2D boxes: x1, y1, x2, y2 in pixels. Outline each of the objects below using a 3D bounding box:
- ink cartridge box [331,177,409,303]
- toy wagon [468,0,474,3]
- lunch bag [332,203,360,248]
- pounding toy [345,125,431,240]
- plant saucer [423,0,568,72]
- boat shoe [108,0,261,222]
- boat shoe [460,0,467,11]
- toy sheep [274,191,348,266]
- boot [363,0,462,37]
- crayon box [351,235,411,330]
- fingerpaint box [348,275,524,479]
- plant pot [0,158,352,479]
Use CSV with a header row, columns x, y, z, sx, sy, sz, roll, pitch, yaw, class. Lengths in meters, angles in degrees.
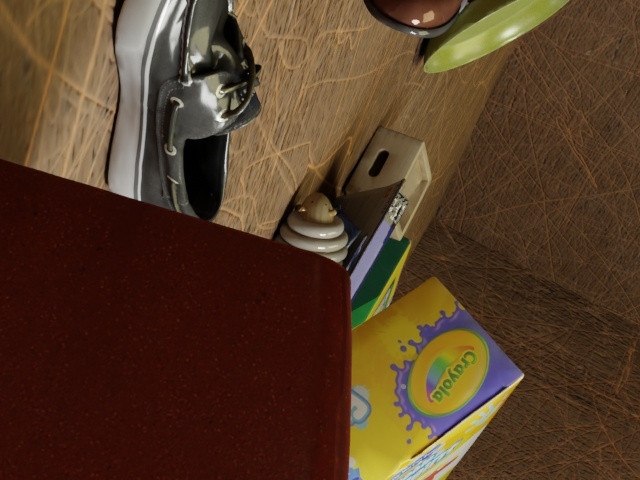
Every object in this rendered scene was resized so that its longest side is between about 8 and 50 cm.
x,y,z,sx,sy,sz,roll,pitch,yaw,class
0.027,0.034,1.722,0.223,0.045,0.224,-60,-164,-14,ink cartridge box
0.309,-0.493,1.963,0.344,0.068,0.267,-59,173,-22,toy wagon
0.000,0.000,1.638,0.098,0.065,0.067,-56,-178,-2,lunch bag
0.092,-0.092,1.923,0.141,0.100,0.130,-62,159,-19,pounding toy
0.242,-0.308,1.894,0.241,0.037,0.241,-27,173,-4,plant saucer
-0.068,-0.083,0.754,0.080,0.076,0.228,-56,172,-39,boat shoe
0.183,-0.332,1.823,0.035,0.035,0.100,91,22,-70,boat shoe
-0.011,0.010,1.524,0.091,0.091,0.132,-47,145,-65,toy sheep
0.134,-0.338,1.162,0.264,0.096,0.280,-55,170,-42,boot
0.010,0.176,2.257,0.313,0.106,0.363,-57,171,-28,crayon box
-0.029,0.284,1.531,0.445,0.163,0.371,-32,161,-29,fingerpaint box
-0.111,0.114,0.579,0.267,0.267,0.235,98,9,-71,plant pot
